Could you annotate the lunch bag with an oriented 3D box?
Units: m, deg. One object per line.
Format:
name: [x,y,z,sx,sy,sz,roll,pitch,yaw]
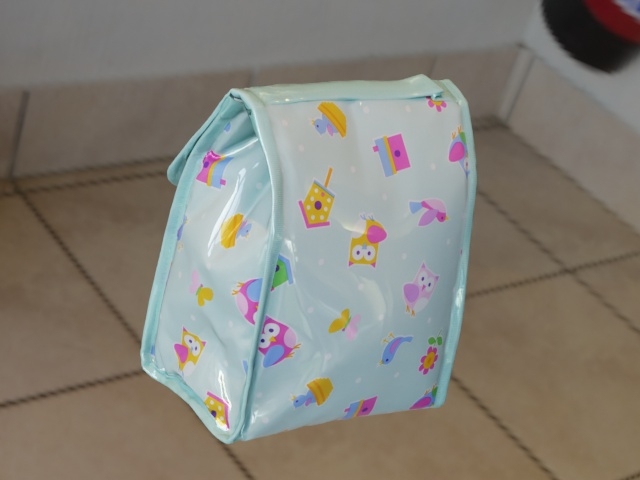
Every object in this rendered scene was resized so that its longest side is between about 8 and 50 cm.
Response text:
lunch bag: [0.000,0.000,1.090,0.223,0.262,0.160,-6,25,-38]
